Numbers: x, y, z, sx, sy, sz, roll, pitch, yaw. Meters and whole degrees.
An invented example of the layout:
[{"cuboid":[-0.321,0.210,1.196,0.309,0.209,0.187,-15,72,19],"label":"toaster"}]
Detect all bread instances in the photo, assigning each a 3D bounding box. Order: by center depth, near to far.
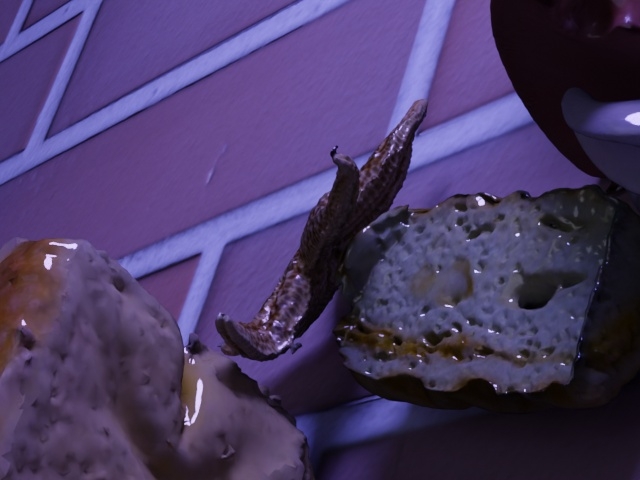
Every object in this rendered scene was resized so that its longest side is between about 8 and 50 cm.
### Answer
[{"cuboid":[0.102,0.037,1.042,0.232,0.088,0.128,-1,69,53],"label":"bread"},{"cuboid":[-0.220,0.232,1.135,0.371,0.279,0.390,-22,42,44],"label":"bread"}]

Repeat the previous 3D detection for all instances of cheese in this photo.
[{"cuboid":[0.173,-0.132,1.002,0.203,0.177,0.128,-11,51,54],"label":"cheese"}]

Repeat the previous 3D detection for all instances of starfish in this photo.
[{"cuboid":[0.000,0.000,1.200,0.235,0.062,0.277,-54,-6,-33],"label":"starfish"}]

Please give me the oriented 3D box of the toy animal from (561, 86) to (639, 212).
[{"cuboid":[0.206,-0.026,0.913,0.221,0.104,0.130,-18,56,56],"label":"toy animal"}]
